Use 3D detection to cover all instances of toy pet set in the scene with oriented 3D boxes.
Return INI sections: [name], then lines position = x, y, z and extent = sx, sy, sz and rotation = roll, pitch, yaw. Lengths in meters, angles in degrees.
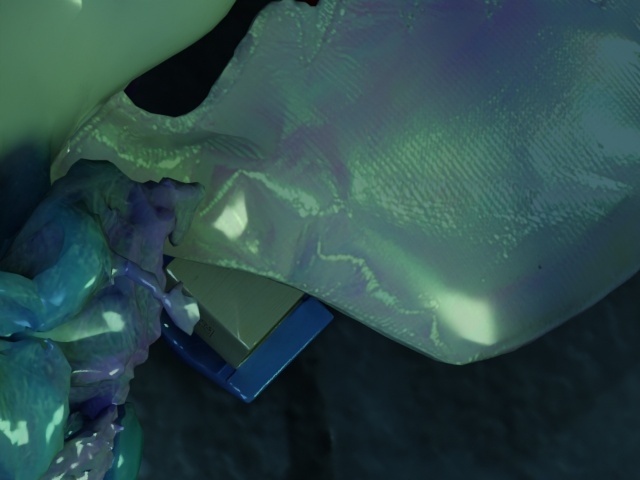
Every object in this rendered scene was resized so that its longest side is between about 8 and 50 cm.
[toy pet set]
position = 0.000, 0.000, 0.630
extent = 0.122, 0.065, 0.114
rotation = 44, 74, 2

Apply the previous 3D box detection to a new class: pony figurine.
[pony figurine]
position = -0.063, -0.070, 0.459
extent = 0.303, 0.363, 0.351
rotation = 36, 66, 15
